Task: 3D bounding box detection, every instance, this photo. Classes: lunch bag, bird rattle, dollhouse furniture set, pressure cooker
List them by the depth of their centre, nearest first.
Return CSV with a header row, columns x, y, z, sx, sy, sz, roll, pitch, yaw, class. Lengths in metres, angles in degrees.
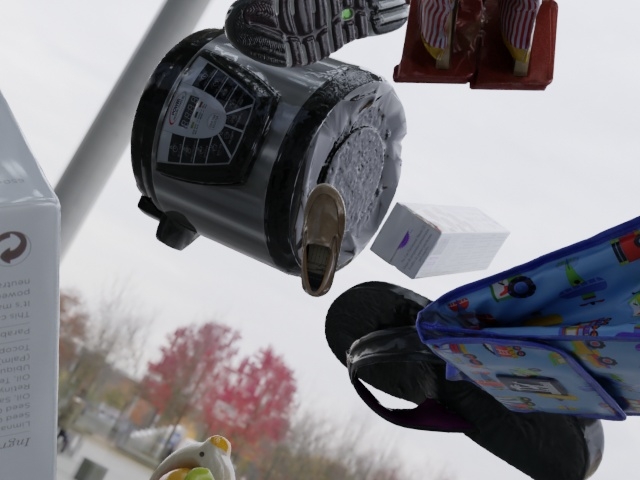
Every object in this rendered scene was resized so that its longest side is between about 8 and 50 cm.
x,y,z,sx,sy,sz,roll,pitch,yaw,class
0.165,-0.345,1.026,0.152,0.374,0.201,6,-29,8,dollhouse furniture set
0.249,0.093,1.031,0.293,0.138,0.221,-14,-31,31,lunch bag
-0.169,0.354,1.319,0.143,0.207,0.253,29,-53,-27,bird rattle
-0.114,-0.158,1.810,0.420,0.370,0.375,24,-46,29,pressure cooker

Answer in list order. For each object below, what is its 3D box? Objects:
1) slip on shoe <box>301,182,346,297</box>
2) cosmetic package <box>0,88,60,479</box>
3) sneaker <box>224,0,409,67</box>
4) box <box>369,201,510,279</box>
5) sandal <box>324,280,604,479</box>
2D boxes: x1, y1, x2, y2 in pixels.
x,y,z,sx,sy,sz,roll,pitch,yaw,class
0.000,0.000,1.266,0.051,0.135,0.041,10,2,6,slip on shoe
-0.314,0.114,0.852,0.162,0.453,0.230,-8,35,-26,cosmetic package
-0.033,-0.292,1.394,0.281,0.106,0.162,-16,22,-35,sneaker
0.151,-0.001,1.284,0.063,0.067,0.324,36,15,19,box
0.136,0.170,1.313,0.446,0.107,0.167,23,-54,46,sandal
